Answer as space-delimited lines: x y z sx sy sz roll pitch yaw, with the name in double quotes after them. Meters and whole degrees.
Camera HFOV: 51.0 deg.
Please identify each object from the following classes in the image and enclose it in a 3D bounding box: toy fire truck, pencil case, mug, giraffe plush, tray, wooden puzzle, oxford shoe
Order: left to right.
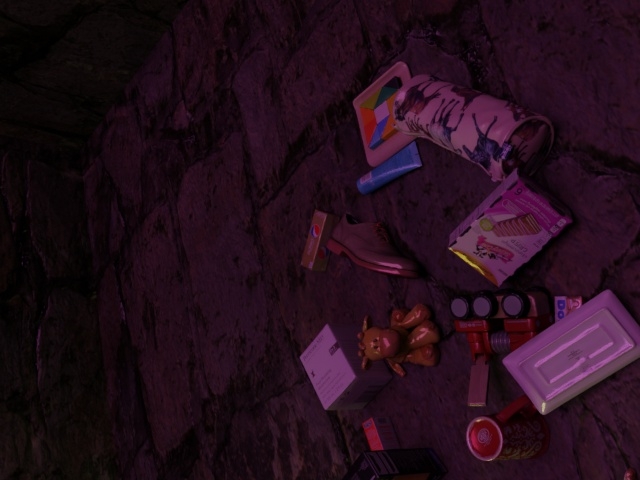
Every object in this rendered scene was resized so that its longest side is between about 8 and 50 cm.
0.146 0.012 1.855 0.348 0.123 0.130 25 96 46 "oxford shoe"
0.189 -0.363 1.930 0.221 0.044 0.238 -35 59 39 "wooden puzzle"
0.181 0.258 1.730 0.210 0.171 0.181 -40 56 37 "giraffe plush"
0.353 -0.278 1.643 0.183 0.160 0.410 -54 45 0 "pencil case"
0.405 0.238 1.517 0.217 0.159 0.246 -9 88 47 "toy fire truck"
0.402 0.405 1.457 0.113 0.169 0.150 -6 79 48 "mug"
0.523 0.234 1.379 0.270 0.030 0.145 -40 77 20 "tray"

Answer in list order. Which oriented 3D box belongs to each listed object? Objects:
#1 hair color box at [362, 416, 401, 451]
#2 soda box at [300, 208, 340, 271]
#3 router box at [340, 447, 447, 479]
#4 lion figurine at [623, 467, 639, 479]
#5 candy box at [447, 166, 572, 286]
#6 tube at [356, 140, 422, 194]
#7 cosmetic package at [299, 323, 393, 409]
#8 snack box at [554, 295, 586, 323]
0.169 0.539 1.768 0.043 0.072 0.141 -42 53 35 "hair color box"
0.000 0.000 2.062 0.058 0.061 0.181 24 102 48 "soda box"
0.133 0.645 1.658 0.308 0.243 0.081 -59 43 23 "router box"
0.620 0.575 1.197 0.240 0.142 0.392 26 125 48 "lion figurine"
0.424 -0.026 1.519 0.233 0.159 0.071 -50 7 31 "candy box"
0.194 -0.197 1.895 0.207 0.052 0.080 -30 66 35 "tube"
0.069 0.348 1.853 0.151 0.151 0.183 -53 48 26 "cosmetic package"
0.540 0.210 1.449 0.064 0.022 0.178 -7 78 49 "snack box"
